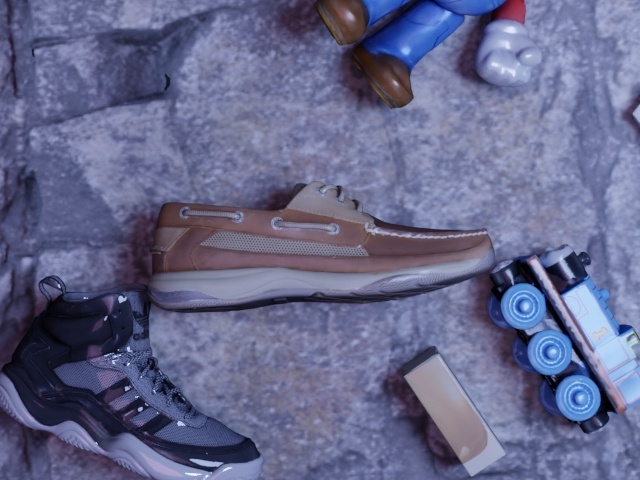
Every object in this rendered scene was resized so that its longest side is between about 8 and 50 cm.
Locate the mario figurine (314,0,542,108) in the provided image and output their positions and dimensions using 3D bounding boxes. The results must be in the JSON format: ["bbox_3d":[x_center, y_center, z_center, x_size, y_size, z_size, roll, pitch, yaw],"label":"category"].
[{"bbox_3d":[0.155,-0.255,0.915,0.320,0.198,0.170,-39,69,8],"label":"mario figurine"}]

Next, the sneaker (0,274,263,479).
[{"bbox_3d":[-0.166,0.128,0.985,0.268,0.101,0.153,20,96,4],"label":"sneaker"}]

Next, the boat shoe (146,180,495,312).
[{"bbox_3d":[0.000,0.000,0.967,0.324,0.123,0.116,-3,82,-5],"label":"boat shoe"}]

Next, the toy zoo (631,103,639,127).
[{"bbox_3d":[0.426,-0.100,0.955,0.192,0.030,0.293,-39,78,11],"label":"toy zoo"}]

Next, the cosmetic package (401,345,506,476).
[{"bbox_3d":[0.125,0.161,0.996,0.041,0.060,0.115,-34,89,4],"label":"cosmetic package"}]

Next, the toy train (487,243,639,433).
[{"bbox_3d":[0.234,0.088,0.983,0.105,0.080,0.184,-30,89,-6],"label":"toy train"}]
